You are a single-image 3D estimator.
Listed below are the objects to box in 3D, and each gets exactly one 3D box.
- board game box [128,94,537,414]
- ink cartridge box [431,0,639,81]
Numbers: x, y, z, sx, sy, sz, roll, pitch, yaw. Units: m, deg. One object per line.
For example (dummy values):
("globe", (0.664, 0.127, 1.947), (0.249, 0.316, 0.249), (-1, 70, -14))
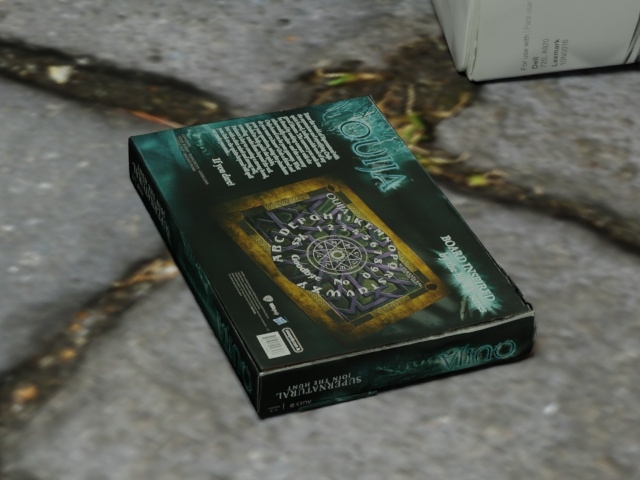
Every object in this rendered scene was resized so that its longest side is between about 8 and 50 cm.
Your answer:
("board game box", (0.000, 0.000, 0.834), (0.126, 0.026, 0.186), (-11, 38, -18))
("ink cartridge box", (0.168, -0.177, 1.012), (0.219, 0.092, 0.160), (-7, 43, -8))
